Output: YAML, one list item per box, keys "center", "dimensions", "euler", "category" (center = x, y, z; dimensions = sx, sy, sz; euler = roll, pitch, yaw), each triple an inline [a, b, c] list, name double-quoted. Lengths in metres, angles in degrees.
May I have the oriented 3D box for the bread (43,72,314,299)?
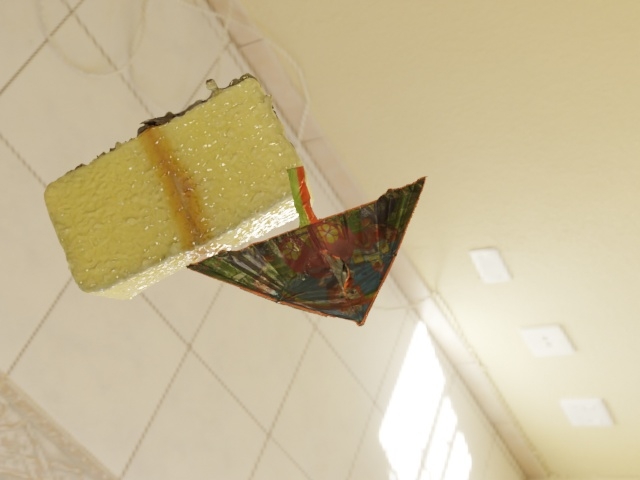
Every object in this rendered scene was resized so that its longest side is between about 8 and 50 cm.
- center: [-0.139, -0.033, 0.988]
  dimensions: [0.178, 0.266, 0.142]
  euler: [63, -1, -43]
  category: "bread"

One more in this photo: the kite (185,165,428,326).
- center: [0.000, 0.000, 0.662]
  dimensions: [0.010, 0.190, 0.159]
  euler: [80, -14, -48]
  category: "kite"
